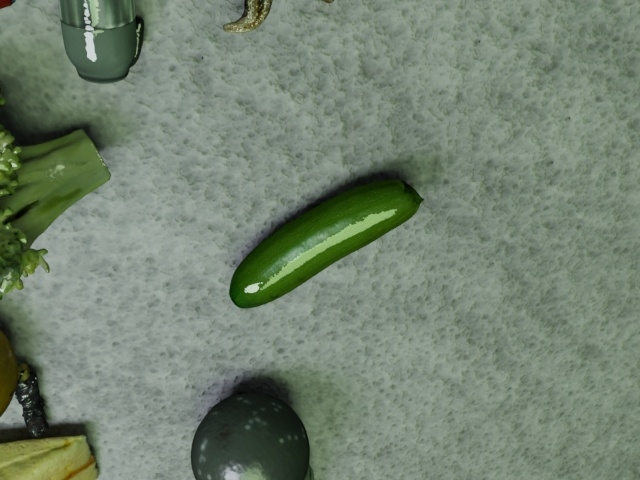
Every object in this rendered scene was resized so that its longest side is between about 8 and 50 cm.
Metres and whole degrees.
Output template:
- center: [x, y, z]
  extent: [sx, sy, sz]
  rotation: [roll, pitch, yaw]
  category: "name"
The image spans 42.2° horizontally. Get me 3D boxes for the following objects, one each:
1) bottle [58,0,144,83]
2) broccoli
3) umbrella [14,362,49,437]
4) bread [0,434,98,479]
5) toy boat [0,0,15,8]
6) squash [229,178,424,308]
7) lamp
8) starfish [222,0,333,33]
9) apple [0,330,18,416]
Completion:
- center: [-0.231, -0.292, 0.862]
  extent: [0.096, 0.079, 0.253]
  rotation: [-29, 136, -38]
  category: "bottle"
- center: [-0.371, -0.060, 0.962]
  extent: [0.243, 0.263, 0.247]
  rotation: [-26, 165, -21]
  category: "broccoli"
- center: [-0.432, 0.235, 1.233]
  extent: [0.037, 0.040, 0.143]
  rotation: [-8, 131, -13]
  category: "umbrella"
- center: [-0.479, 0.410, 1.260]
  extent: [0.264, 0.163, 0.167]
  rotation: [-5, 139, -7]
  category: "bread"
- center: [-0.401, -0.262, 0.863]
  extent: [0.173, 0.058, 0.069]
  rotation: [-8, 127, 5]
  category: "toy boat"
- center: [-0.002, -0.002, 1.109]
  extent: [0.293, 0.082, 0.082]
  rotation: [-31, 125, 11]
  category: "squash"
- center: [-0.078, 0.340, 1.323]
  extent: [0.182, 0.181, 0.314]
  rotation: [-33, 155, 14]
  category: "lamp"
- center: [-0.064, -0.325, 0.879]
  extent: [0.238, 0.057, 0.213]
  rotation: [0, 118, -15]
  category: "starfish"
- center: [-0.497, 0.185, 1.111]
  extent: [0.183, 0.155, 0.182]
  rotation: [-5, 127, -7]
  category: "apple"
